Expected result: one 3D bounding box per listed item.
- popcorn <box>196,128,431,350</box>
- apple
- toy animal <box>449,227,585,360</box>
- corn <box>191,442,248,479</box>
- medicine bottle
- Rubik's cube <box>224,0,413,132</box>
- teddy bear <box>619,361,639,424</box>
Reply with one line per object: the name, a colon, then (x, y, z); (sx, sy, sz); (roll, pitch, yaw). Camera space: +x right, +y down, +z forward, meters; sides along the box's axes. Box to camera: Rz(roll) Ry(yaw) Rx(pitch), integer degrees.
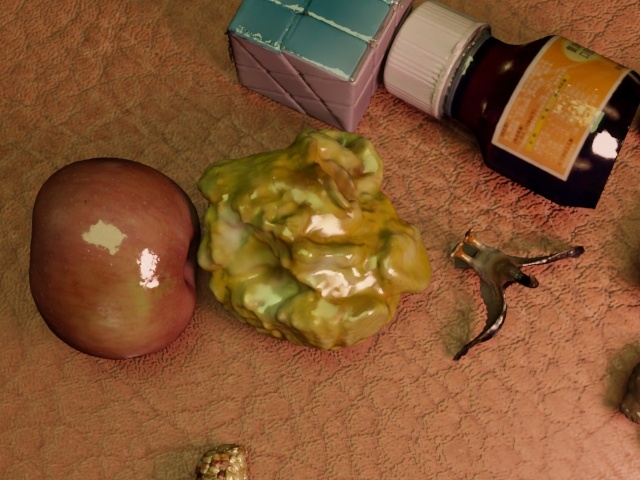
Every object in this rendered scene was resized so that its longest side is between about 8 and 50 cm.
popcorn: (-0.011, 0.004, 1.592); (0.293, 0.292, 0.334); (-19, 93, 32)
apple: (-0.301, 0.024, 1.556); (0.235, 0.306, 0.305); (2, 76, 5)
toy animal: (0.271, 0.056, 1.598); (0.160, 0.197, 0.272); (38, 84, 13)
corn: (-0.166, 0.443, 1.546); (0.098, 0.098, 0.290); (11, 76, 3)
medicine bottle: (0.296, -0.226, 1.636); (0.395, 0.242, 0.242); (28, 78, 13)
Rubik's cube: (0.004, -0.338, 1.675); (0.231, 0.221, 0.224); (25, 77, 7)
teddy bear: (0.555, 0.250, 1.570); (0.190, 0.140, 0.177); (28, 81, 16)
